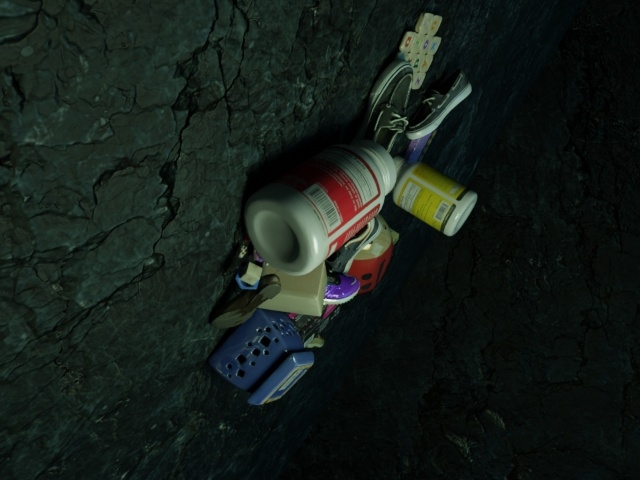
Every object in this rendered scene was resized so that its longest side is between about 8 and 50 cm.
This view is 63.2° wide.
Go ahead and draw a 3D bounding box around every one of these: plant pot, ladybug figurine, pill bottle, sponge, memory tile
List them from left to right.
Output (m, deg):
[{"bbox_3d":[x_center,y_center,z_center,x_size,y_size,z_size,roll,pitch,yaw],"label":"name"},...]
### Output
[{"bbox_3d":[-0.165,0.367,1.618,0.236,0.212,0.236,-46,161,4],"label":"plant pot"},{"bbox_3d":[0.018,-0.105,1.327,0.407,0.229,0.229,-39,154,-40],"label":"pill bottle"},{"bbox_3d":[0.176,0.071,2.073,0.305,0.162,0.449,-46,158,-27],"label":"ladybug figurine"},{"bbox_3d":[0.390,-0.395,2.029,0.117,0.031,0.210,-21,141,-59],"label":"sponge"},{"bbox_3d":[0.391,-0.175,1.927,0.188,0.334,0.188,-46,158,-24],"label":"pill bottle"},{"bbox_3d":[0.439,-0.389,2.137,0.148,0.012,0.113,-63,174,11],"label":"memory tile"}]

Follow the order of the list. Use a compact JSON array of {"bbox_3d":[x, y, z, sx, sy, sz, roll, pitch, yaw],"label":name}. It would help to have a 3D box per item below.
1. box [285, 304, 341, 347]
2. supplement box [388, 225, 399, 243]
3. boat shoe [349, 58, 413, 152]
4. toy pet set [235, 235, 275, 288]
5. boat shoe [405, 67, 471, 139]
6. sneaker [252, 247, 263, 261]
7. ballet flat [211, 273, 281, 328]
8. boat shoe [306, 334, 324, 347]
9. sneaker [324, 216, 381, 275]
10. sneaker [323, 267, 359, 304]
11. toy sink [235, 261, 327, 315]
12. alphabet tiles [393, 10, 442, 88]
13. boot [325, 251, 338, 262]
[{"bbox_3d":[-0.043,0.253,1.881,0.247,0.142,0.163,-40,156,-35],"label":"box"},{"bbox_3d":[0.300,-0.014,2.344,0.083,0.083,0.056,-48,158,-17],"label":"supplement box"},{"bbox_3d":[0.193,-0.336,1.472,0.121,0.119,0.335,-1,122,-45],"label":"boat shoe"},{"bbox_3d":[-0.167,0.068,1.326,0.065,0.122,0.114,-42,-153,42],"label":"toy pet set"},{"bbox_3d":[0.405,-0.486,1.835,0.301,0.108,0.102,-42,127,-3],"label":"boat shoe"},{"bbox_3d":[-0.086,-0.003,1.432,0.236,0.104,0.095,-35,153,-43],"label":"sneaker"},{"bbox_3d":[-0.202,0.161,1.397,0.250,0.058,0.084,-38,140,25],"label":"ballet flat"},{"bbox_3d":[-0.024,0.439,2.341,0.072,0.068,0.190,-69,159,2],"label":"boat shoe"},{"bbox_3d":[0.069,0.022,1.808,0.321,0.126,0.127,-50,148,3],"label":"sneaker"},{"bbox_3d":[0.002,0.131,1.711,0.293,0.102,0.146,-6,123,-21],"label":"sneaker"},{"bbox_3d":[-0.106,0.120,1.498,0.153,0.234,0.131,80,18,-62],"label":"toy sink"},{"bbox_3d":[0.274,-0.534,1.554,0.278,0.021,0.284,-28,146,-54],"label":"alphabet tiles"},{"bbox_3d":[0.000,0.000,1.630,0.082,0.106,0.219,-53,161,-10],"label":"boot"}]
